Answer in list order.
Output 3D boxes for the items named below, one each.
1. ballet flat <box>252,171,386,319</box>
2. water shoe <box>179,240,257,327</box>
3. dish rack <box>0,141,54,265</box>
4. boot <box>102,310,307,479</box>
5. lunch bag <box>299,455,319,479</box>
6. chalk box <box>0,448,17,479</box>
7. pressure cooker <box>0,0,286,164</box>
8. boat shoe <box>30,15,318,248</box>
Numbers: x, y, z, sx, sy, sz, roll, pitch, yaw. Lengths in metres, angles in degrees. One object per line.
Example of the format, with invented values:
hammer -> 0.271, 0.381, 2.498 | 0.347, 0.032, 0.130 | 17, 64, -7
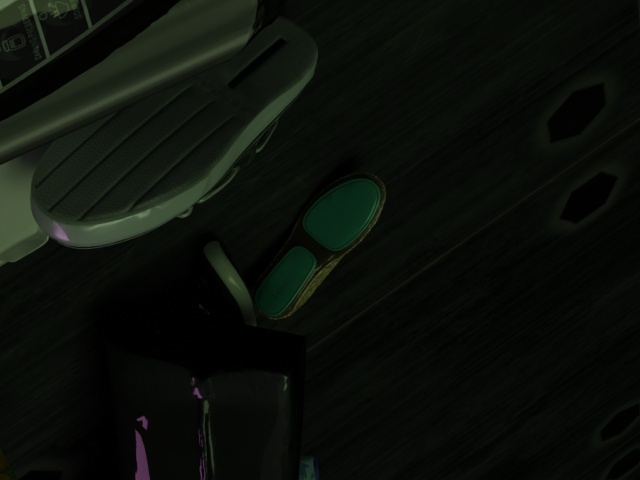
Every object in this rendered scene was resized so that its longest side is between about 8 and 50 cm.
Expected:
ballet flat -> 0.000, 0.000, 1.731 | 0.206, 0.073, 0.067 | -46, 176, 18
water shoe -> -0.115, 0.082, 1.696 | 0.080, 0.073, 0.203 | -23, 144, -10
dish rack -> -0.334, -0.026, 1.261 | 0.333, 0.072, 0.285 | -35, 151, -33
boot -> -0.204, 0.287, 1.706 | 0.367, 0.146, 0.445 | 0, 124, -4
lunch bag -> -0.090, 0.331, 2.035 | 0.151, 0.096, 0.129 | -24, 162, 39
chalk box -> -0.356, 0.270, 1.553 | 0.132, 0.213, 0.132 | -30, 148, -14
pressure cooker -> -0.265, -0.196, 0.886 | 0.420, 0.370, 0.375 | -26, 164, -18
boat shoe -> -0.119, -0.074, 1.377 | 0.335, 0.121, 0.119 | -38, 159, -37
